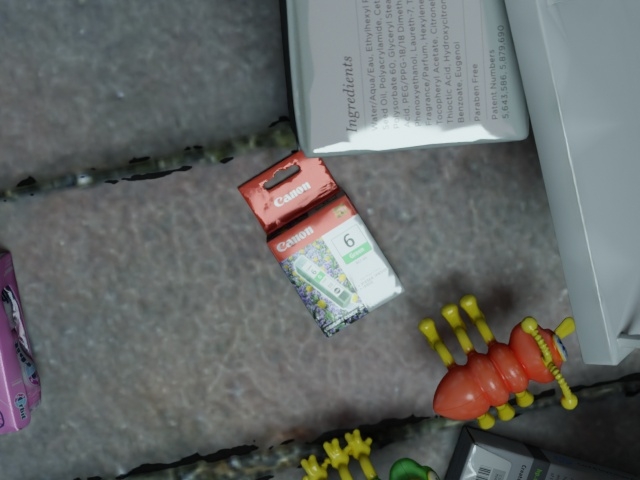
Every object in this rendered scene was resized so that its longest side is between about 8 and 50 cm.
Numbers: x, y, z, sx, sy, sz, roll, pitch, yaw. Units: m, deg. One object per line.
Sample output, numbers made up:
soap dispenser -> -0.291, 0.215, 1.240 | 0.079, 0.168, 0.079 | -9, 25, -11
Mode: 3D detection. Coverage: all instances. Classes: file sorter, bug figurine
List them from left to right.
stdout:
bug figurine -> 0.122, 0.187, 0.642 | 0.216, 0.072, 0.279 | -34, 100, 3
file sorter -> 0.258, -0.075, 0.517 | 0.278, 0.173, 0.193 | -27, 108, -43

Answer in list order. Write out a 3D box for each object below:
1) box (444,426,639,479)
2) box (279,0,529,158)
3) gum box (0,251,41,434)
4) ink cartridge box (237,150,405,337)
box -> 0.169, 0.227, 0.707 | 0.186, 0.038, 0.145 | 16, 99, -5
box -> 0.036, -0.145, 0.562 | 0.119, 0.181, 0.182 | -5, 100, -2
gum box -> -0.280, 0.076, 0.644 | 0.188, 0.062, 0.107 | -9, 100, -1
ink cartridge box -> 0.000, 0.000, 0.663 | 0.063, 0.029, 0.115 | -32, 100, 3
